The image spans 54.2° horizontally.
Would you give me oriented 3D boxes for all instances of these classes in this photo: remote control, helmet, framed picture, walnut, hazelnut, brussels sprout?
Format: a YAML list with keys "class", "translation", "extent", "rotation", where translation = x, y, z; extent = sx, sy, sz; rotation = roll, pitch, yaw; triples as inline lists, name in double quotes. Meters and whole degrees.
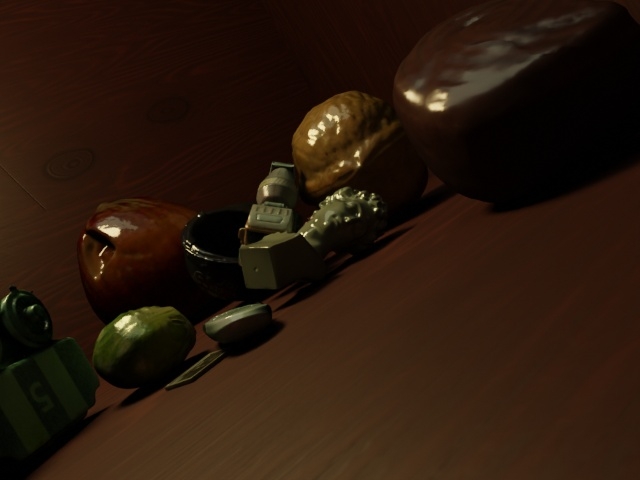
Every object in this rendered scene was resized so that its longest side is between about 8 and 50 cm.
- class: "remote control"
  translation: [-0.121, 0.121, 0.908]
  extent: [0.098, 0.045, 0.256]
  rotation: [-17, -3, -13]
- class: "helmet"
  translation: [-0.174, 0.035, 1.354]
  extent: [0.231, 0.160, 0.279]
  rotation: [14, 26, 16]
- class: "framed picture"
  translation: [-0.160, 0.169, 0.835]
  extent: [0.066, 0.006, 0.089]
  rotation: [-25, 6, 41]
- class: "walnut"
  translation: [0.084, -0.168, 1.348]
  extent: [0.306, 0.306, 0.344]
  rotation: [-29, 11, 9]
- class: "hazelnut"
  translation: [-0.420, 0.064, 1.643]
  extent: [0.402, 0.402, 0.429]
  rotation: [-28, -2, 11]
- class: "brussels sprout"
  translation: [-0.267, 0.159, 0.943]
  extent: [0.155, 0.117, 0.155]
  rotation: [-39, 4, 3]

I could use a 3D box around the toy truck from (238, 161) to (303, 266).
- class: "toy truck"
  translation: [-0.090, -0.051, 1.215]
  extent: [0.108, 0.140, 0.256]
  rotation: [8, 27, 0]

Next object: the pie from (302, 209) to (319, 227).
- class: "pie"
  translation: [-0.008, -0.017, 1.507]
  extent: [0.154, 0.036, 0.154]
  rotation: [-45, -23, -25]

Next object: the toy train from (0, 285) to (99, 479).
- class: "toy train"
  translation: [-0.460, 0.202, 0.867]
  extent: [0.167, 0.238, 0.299]
  rotation: [-29, 2, 13]

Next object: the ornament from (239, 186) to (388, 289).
- class: "ornament"
  translation: [-0.011, 0.005, 1.067]
  extent: [0.285, 0.120, 0.130]
  rotation: [-30, 24, -29]

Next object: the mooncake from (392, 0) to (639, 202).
- class: "mooncake"
  translation: [0.249, -0.203, 0.800]
  extent: [0.334, 0.174, 0.325]
  rotation: [-14, 36, 40]
